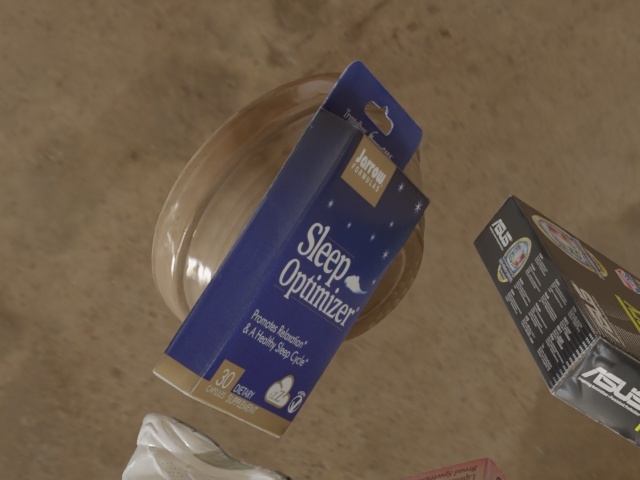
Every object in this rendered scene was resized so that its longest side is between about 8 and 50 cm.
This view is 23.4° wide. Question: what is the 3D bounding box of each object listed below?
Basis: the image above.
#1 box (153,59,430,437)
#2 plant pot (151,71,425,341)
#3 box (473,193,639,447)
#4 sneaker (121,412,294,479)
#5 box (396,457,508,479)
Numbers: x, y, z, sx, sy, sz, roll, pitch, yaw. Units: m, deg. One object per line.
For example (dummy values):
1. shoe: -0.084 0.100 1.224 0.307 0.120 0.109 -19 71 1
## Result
1. box: -0.003 0.009 0.966 0.036 0.136 0.225 29 86 29
2. plant pot: 0.000 0.000 1.168 0.237 0.237 0.110 -47 55 0
3. box: 0.249 0.087 1.252 0.216 0.270 0.060 32 106 -19
4. sneaker: -0.080 0.245 1.351 0.232 0.090 0.115 22 78 30
5. box: 0.107 0.333 1.396 0.148 0.127 0.232 -20 32 27
